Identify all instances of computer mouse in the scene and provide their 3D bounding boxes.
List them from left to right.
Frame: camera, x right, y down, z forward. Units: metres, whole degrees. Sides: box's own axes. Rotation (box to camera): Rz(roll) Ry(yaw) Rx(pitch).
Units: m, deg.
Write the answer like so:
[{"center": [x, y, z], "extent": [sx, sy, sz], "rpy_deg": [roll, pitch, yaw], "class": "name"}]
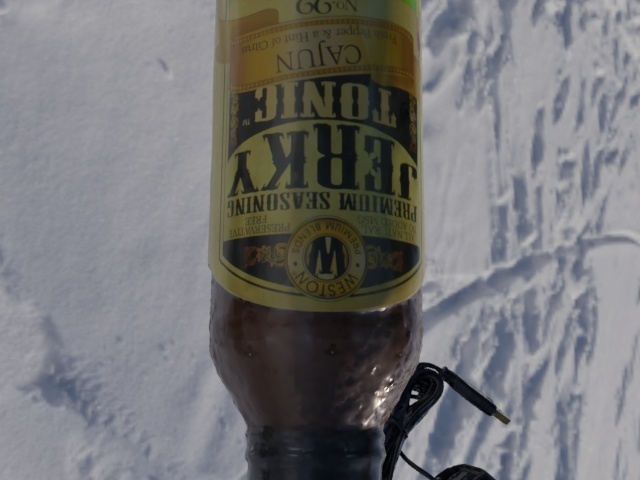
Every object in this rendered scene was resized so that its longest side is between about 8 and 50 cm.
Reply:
[{"center": [0.143, 0.225, 0.734], "extent": [0.262, 0.060, 0.184], "rpy_deg": [35, 42, 1], "class": "computer mouse"}]

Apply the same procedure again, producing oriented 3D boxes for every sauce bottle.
[{"center": [0.000, 0.000, 0.423], "extent": [0.111, 0.111, 0.345], "rpy_deg": [19, 67, -60], "class": "sauce bottle"}]
